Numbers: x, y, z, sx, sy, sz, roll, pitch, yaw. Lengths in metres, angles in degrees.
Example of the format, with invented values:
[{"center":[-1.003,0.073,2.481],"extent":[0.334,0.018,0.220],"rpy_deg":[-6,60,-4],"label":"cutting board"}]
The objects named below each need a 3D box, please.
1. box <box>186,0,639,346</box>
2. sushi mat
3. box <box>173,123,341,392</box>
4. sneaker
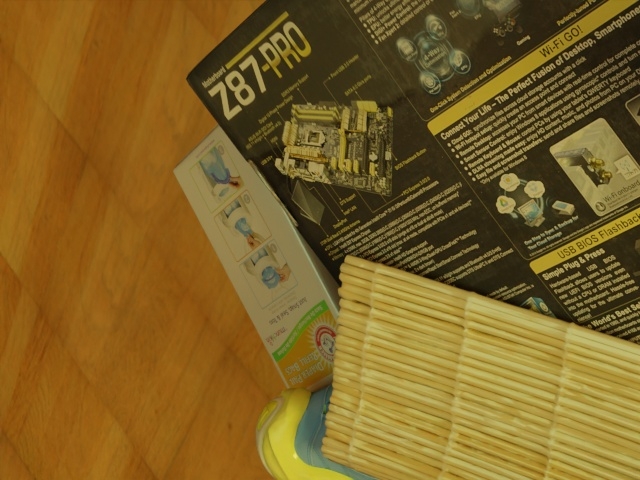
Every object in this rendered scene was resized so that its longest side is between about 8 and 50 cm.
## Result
[{"center":[0.131,-0.066,0.772],"extent":[0.318,0.097,0.395],"rpy_deg":[51,141,-5],"label":"box"},{"center":[0.137,0.116,0.798],"extent":[0.317,0.019,0.151],"rpy_deg":[17,114,32],"label":"sushi mat"},{"center":[0.000,0.000,1.015],"extent":[0.103,0.114,0.203],"rpy_deg":[-36,79,52],"label":"box"},{"center":[0.075,0.172,0.961],"extent":[0.240,0.091,0.126],"rpy_deg":[32,138,-20],"label":"sneaker"}]
